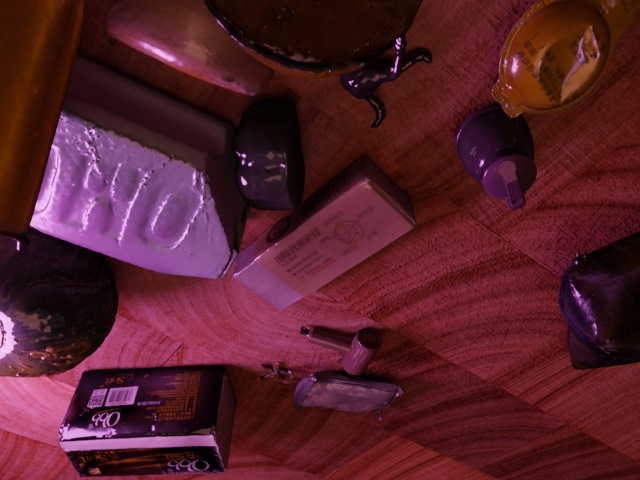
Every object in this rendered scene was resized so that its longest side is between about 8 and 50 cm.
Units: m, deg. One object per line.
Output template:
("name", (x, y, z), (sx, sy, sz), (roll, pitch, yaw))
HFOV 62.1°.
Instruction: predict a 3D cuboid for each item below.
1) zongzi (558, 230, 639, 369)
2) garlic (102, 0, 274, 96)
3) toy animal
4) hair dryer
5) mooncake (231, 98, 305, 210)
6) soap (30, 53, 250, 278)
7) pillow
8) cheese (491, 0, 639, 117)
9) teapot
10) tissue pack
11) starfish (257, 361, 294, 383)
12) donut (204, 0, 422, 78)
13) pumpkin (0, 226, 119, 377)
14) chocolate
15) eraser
("zongzi", (0.669, 0.119, 1.035), (0.402, 0.208, 0.432), (-25, 145, 8))
("garlic", (-0.179, -0.278, 0.727), (0.244, 0.146, 0.164), (16, 160, -10))
("toy animal", (0.056, -0.276, 0.757), (0.148, 0.085, 0.233), (-19, 130, 31))
("hair dryer", (0.036, 0.234, 1.203), (0.181, 0.064, 0.117), (21, 130, -6))
("mooncake", (-0.076, -0.134, 0.845), (0.104, 0.168, 0.175), (3, 99, 11))
("soap", (-0.319, -0.111, 0.841), (0.445, 0.156, 0.261), (22, 127, -19))
("pillow", (0.063, 0.380, 1.324), (0.254, 0.059, 0.169), (10, 131, -10))
("cheese", (0.361, -0.283, 0.741), (0.177, 0.069, 0.270), (36, 112, -29))
("teapot", (0.276, -0.119, 0.832), (0.115, 0.146, 0.148), (2, 131, -1))
("tissue pack", (-0.404, 0.427, 1.271), (0.369, 0.210, 0.198), (-2, 134, 3))
("starfish", (-0.114, 0.323, 1.295), (0.091, 0.028, 0.078), (38, 115, -25))
("donut", (-0.012, -0.315, 0.632), (0.271, 0.107, 0.273), (0, 91, -7))
("pumpkin", (-0.543, 0.117, 0.971), (0.327, 0.257, 0.292), (20, 115, -11))
("chocolate", (-0.351, -0.223, 0.620), (0.162, 0.162, 0.446), (18, 84, -14))
("eraser", (0.000, 0.000, 0.983), (0.343, 0.078, 0.144), (-34, 122, 27))
